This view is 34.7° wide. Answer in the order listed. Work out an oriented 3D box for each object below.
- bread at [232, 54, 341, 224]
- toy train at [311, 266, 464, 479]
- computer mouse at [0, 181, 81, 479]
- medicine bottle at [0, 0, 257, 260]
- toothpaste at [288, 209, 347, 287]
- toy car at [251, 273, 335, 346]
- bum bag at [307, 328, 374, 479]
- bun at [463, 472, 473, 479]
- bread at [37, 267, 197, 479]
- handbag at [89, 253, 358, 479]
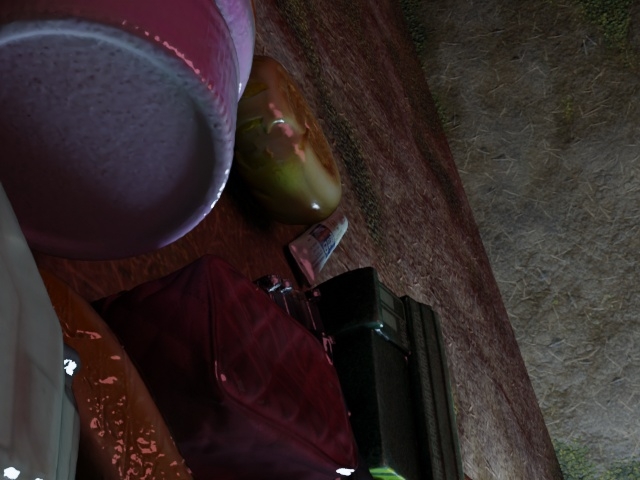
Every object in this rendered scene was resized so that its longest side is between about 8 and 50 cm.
[{"bbox_3d":[-0.055,-0.115,1.211,0.213,0.105,0.213,56,18,-28],"label":"bread"},{"bbox_3d":[0.062,0.186,1.170,0.178,0.139,0.330,41,32,-39],"label":"toy train"},{"bbox_3d":[-0.229,0.021,0.426,0.429,0.146,0.228,62,5,-64],"label":"computer mouse"},{"bbox_3d":[-0.156,-0.183,0.770,0.219,0.219,0.388,56,20,-36],"label":"medicine bottle"},{"bbox_3d":[0.000,0.000,1.366,0.060,0.038,0.233,62,20,-9],"label":"toothpaste"},{"bbox_3d":[-0.040,0.085,1.074,0.165,0.063,0.071,23,48,-67],"label":"toy car"},{"bbox_3d":[0.003,0.234,0.915,0.095,0.144,0.340,-8,73,-30],"label":"bum bag"},{"bbox_3d":[0.182,0.389,1.299,0.210,0.116,0.237,54,21,-39],"label":"bun"},{"bbox_3d":[-0.145,0.111,0.665,0.073,0.053,0.214,-19,68,-46],"label":"bread"},{"bbox_3d":[-0.078,0.118,0.791,0.225,0.135,0.146,43,30,-47],"label":"handbag"}]
